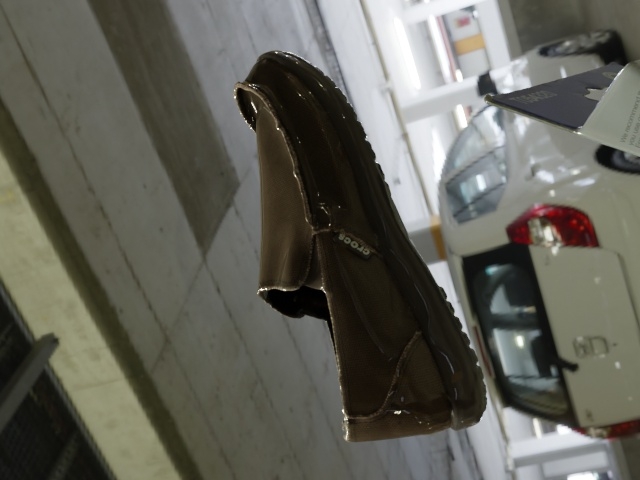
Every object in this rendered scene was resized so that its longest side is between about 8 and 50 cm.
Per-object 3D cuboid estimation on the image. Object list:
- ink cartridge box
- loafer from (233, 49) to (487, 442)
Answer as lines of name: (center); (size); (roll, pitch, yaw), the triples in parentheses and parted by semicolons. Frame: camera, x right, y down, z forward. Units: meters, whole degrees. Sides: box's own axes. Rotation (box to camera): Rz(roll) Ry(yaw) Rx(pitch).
ink cartridge box: (0.340, -0.101, 0.621); (0.324, 0.330, 0.071); (-24, -46, -52)
loafer: (0.000, 0.000, 0.673); (0.134, 0.130, 0.366); (79, 166, -66)
